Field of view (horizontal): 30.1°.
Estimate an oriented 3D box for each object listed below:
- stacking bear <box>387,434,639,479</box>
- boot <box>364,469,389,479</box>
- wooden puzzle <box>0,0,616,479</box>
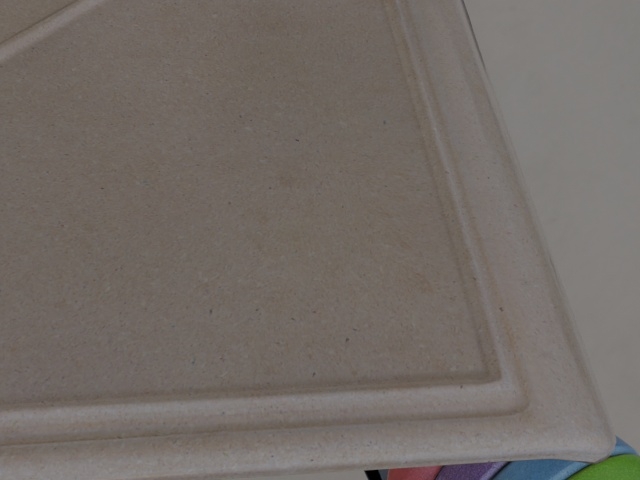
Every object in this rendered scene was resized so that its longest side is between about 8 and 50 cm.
[{"bbox_3d":[0.188,0.216,0.770,0.164,0.289,0.175,-44,141,0],"label":"stacking bear"},{"bbox_3d":[0.090,0.165,1.239,0.137,0.077,0.198,-24,107,-25],"label":"boot"},{"bbox_3d":[-0.046,-0.019,0.373,0.238,0.044,0.221,1,49,-14],"label":"wooden puzzle"}]
